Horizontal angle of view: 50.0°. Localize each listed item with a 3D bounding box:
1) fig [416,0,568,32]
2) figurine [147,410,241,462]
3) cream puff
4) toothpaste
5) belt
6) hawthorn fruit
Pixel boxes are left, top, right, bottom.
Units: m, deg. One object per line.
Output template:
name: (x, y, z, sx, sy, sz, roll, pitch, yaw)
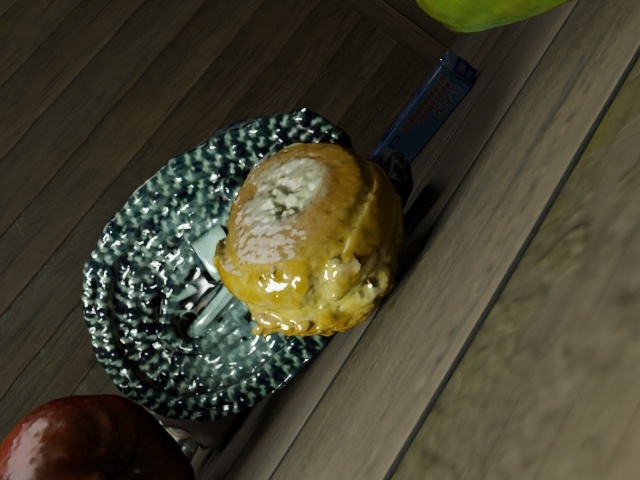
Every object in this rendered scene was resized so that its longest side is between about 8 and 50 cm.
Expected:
fig: (0.115, -0.244, 0.386, 0.239, 0.239, 0.271, -57, -11, -47)
figurine: (-0.150, 0.195, 0.809, 0.137, 0.112, 0.229, 62, 142, 39)
cream puff: (-0.001, 0.003, 0.467, 0.126, 0.103, 0.144, -15, 45, 21)
toothpaste: (0.117, -0.142, 0.972, 0.272, 0.053, 0.066, -52, 3, 39)
belt: (-0.066, 0.006, 0.613, 0.295, 0.207, 0.160, -53, 4, 5)
hawthorn fruit: (-0.215, 0.233, 0.600, 0.200, 0.179, 0.179, -36, 12, 32)
